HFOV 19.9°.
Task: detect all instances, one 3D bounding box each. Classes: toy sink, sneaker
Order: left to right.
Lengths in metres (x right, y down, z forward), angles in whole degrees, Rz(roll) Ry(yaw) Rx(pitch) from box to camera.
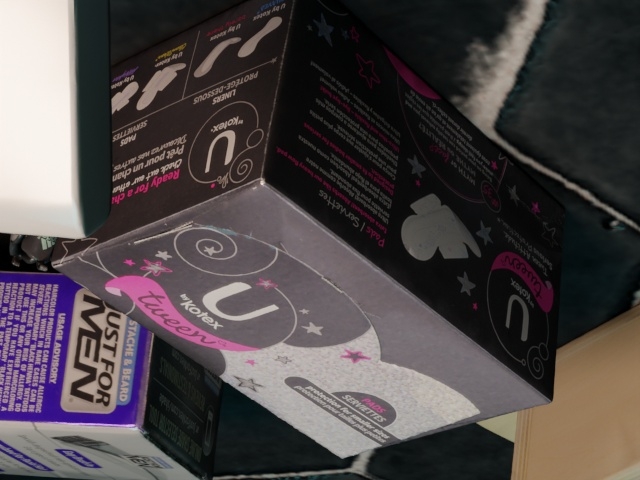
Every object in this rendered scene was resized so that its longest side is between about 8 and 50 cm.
[{"bbox_3d":[-0.160,-0.013,1.103,0.038,0.069,0.098,24,143,-21],"label":"sneaker"},{"bbox_3d":[0.216,0.149,1.192,0.153,0.131,0.234,28,142,-24],"label":"toy sink"}]

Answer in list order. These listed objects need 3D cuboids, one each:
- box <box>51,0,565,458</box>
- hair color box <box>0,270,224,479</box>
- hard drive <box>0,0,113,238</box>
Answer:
[{"bbox_3d":[0.000,0.000,1.019,0.163,0.142,0.247,-21,135,36],"label":"box"},{"bbox_3d":[-0.249,0.089,1.208,0.339,0.110,0.185,3,163,11],"label":"hair color box"},{"bbox_3d":[-0.259,-0.129,0.740,0.353,0.047,0.233,5,107,13],"label":"hard drive"}]
